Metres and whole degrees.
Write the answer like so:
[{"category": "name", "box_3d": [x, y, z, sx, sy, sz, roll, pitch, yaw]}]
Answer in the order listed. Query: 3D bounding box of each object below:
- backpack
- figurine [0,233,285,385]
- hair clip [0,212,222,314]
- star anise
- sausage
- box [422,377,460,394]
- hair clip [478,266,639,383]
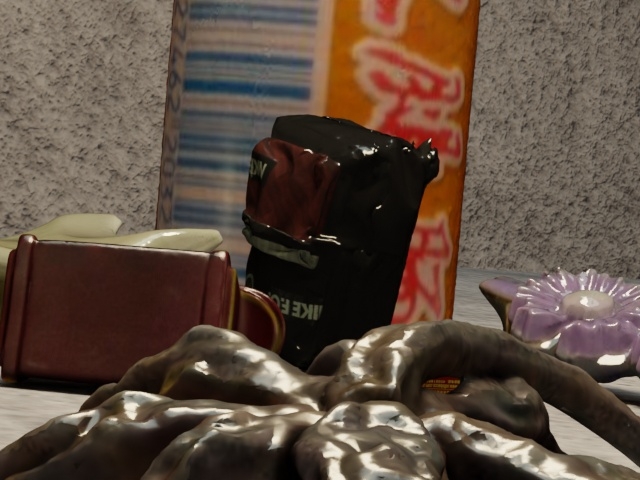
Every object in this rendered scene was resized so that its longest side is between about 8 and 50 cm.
[{"category": "backpack", "box_3d": [0.002, 0.002, 1.268, 0.106, 0.165, 0.120, 11, 3, -36]}, {"category": "figurine", "box_3d": [-0.097, 0.053, 1.096, 0.154, 0.082, 0.098, 5, -18, 0]}, {"category": "hair clip", "box_3d": [-0.226, 0.022, 1.223, 0.282, 0.113, 0.172, 10, 0, -32]}, {"category": "star anise", "box_3d": [0.019, 0.068, 0.507, 0.209, 0.089, 0.231, 14, 17, 22]}, {"category": "sausage", "box_3d": [-0.006, -0.062, 1.440, 0.233, 0.287, 0.233, 4, 1, 0]}, {"category": "box", "box_3d": [0.060, 0.083, 1.165, 0.082, 0.023, 0.051, 4, 3, -17]}, {"category": "hair clip", "box_3d": [0.209, 0.074, 1.278, 0.106, 0.084, 0.292, -20, 23, -41]}]
